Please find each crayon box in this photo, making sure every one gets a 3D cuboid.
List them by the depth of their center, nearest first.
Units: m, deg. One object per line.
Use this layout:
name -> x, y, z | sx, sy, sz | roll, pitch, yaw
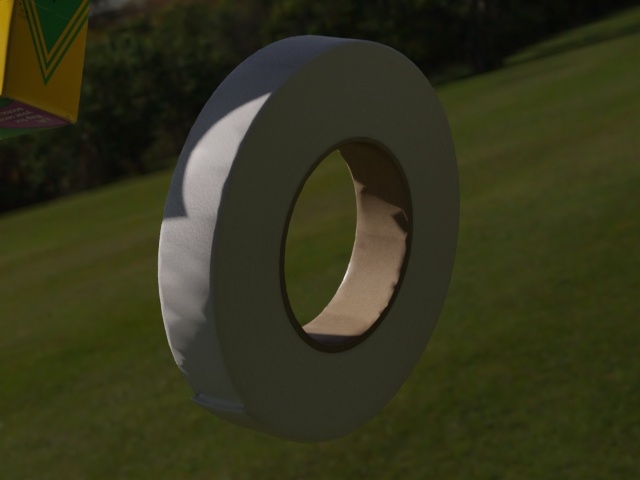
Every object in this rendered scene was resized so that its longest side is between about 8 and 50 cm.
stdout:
crayon box -> -0.392, -0.252, 1.674 | 0.363, 0.313, 0.106 | -8, -20, 37

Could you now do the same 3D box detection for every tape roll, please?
tape roll -> 0.000, 0.000, 1.566 | 0.072, 0.392, 0.392 | 11, 20, 36
